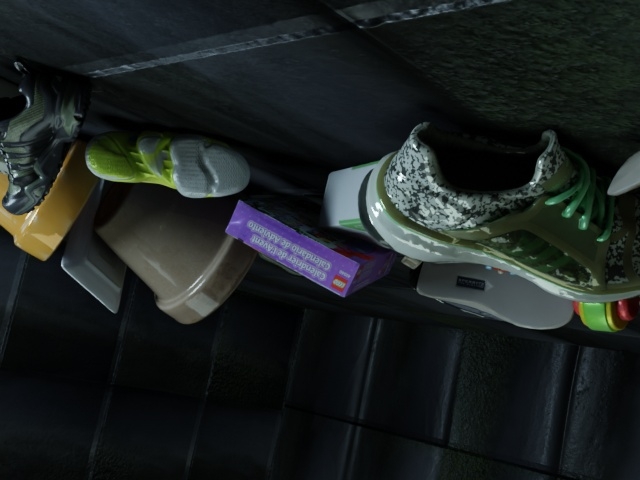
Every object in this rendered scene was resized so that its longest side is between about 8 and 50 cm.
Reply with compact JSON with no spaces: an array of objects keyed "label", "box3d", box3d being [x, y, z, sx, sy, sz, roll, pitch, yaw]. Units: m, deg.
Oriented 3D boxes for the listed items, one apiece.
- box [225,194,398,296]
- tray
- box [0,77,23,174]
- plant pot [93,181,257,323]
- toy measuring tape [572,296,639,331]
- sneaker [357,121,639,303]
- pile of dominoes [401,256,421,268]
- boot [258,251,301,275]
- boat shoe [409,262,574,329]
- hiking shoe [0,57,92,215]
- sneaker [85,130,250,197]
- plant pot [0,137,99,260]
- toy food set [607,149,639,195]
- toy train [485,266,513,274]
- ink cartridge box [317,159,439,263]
[{"label":"box","box3d":[0.000,0.000,1.297,0.201,0.057,0.293,28,-168,13]},{"label":"tray","box3d":[-0.382,-0.014,1.487,0.030,0.270,0.145,-23,132,20]},{"label":"box","box3d":[-0.481,-0.173,1.091,0.094,0.113,0.275,7,169,35]},{"label":"plant pot","box3d":[-0.261,-0.017,1.451,0.229,0.263,0.263,35,161,-27]},{"label":"toy measuring tape","box3d":[0.579,0.131,1.615,0.121,0.121,0.330,4,168,42]},{"label":"sneaker","box3d":[0.254,-0.042,0.921,0.410,0.158,0.182,8,154,-5]},{"label":"pile of dominoes","box3d":[0.103,-0.029,1.444,0.196,0.040,0.251,31,171,4]},{"label":"boot","box3d":[-0.035,0.033,1.985,0.189,0.076,0.208,14,164,-30]},{"label":"boat shoe","box3d":[0.368,0.103,1.751,0.340,0.127,0.158,17,180,22]},{"label":"hiking shoe","box3d":[-0.382,-0.133,1.073,0.114,0.227,0.086,26,-148,-19]},{"label":"sneaker","box3d":[-0.216,-0.121,1.227,0.240,0.091,0.126,11,-170,1]},{"label":"plant pot","box3d":[-0.475,-0.100,1.332,0.188,0.205,0.205,32,164,-20]},{"label":"toy food set","box3d":[0.448,-0.044,0.742,0.306,0.092,0.220,12,171,-2]},{"label":"toy train","box3d":[0.395,0.045,1.547,0.166,0.046,0.125,13,173,13]},{"label":"ink cartridge box","box3d":[0.132,-0.035,1.204,0.219,0.093,0.160,17,171,-23]}]
